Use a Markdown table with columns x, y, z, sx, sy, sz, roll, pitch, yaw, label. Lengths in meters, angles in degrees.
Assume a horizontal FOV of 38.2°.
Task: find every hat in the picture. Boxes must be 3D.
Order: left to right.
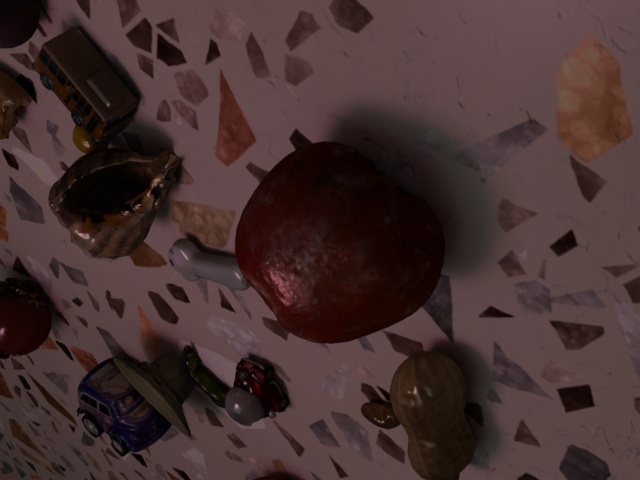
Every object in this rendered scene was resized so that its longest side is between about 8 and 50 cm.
| x | y | z | sx | sy | sz | roll | pitch | yaw | label |
| --- | --- | --- | --- | --- | --- | --- | --- | --- | --- |
| -0.344 | 0.319 | 2.094 | 0.252 | 0.110 | 0.252 | 38 | 158 | 18 | hat |

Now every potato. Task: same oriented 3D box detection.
| x | y | z | sx | sy | sz | roll | pitch | yaw | label |
| --- | --- | --- | --- | --- | --- | --- | --- | --- | --- |
| 0.113 | 0.319 | 1.679 | 0.092 | 0.045 | 0.047 | 3 | 90 | 41 | potato |

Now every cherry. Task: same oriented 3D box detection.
| x | y | z | sx | sy | sz | roll | pitch | yaw | label |
| --- | --- | --- | --- | --- | --- | --- | --- | --- | --- |
| -0.580 | -0.408 | 1.596 | 0.176 | 0.176 | 0.140 | 40 | 118 | 10 | cherry |

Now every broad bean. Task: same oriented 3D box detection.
| x | y | z | sx | sy | sz | roll | pitch | yaw | label |
| --- | --- | --- | --- | --- | --- | --- | --- | --- | --- |
| -0.248 | 0.315 | 2.049 | 0.195 | 0.046 | 0.061 | 51 | 147 | -3 | broad bean |

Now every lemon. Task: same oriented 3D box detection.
| x | y | z | sx | sy | sz | roll | pitch | yaw | label |
| --- | --- | --- | --- | --- | --- | --- | --- | --- | --- |
| -0.432 | -0.194 | 1.734 | 0.092 | 0.065 | 0.065 | 47 | 147 | 25 | lemon |

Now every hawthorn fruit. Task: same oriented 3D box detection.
| x | y | z | sx | sy | sz | roll | pitch | yaw | label |
| --- | --- | --- | --- | --- | --- | --- | --- | --- | --- |
| 0.023 | 0.004 | 1.302 | 0.284 | 0.284 | 0.284 | 27 | 140 | 25 | hawthorn fruit |

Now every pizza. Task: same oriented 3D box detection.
| x | y | z | sx | sy | sz | roll | pitch | yaw | label |
| --- | --- | --- | --- | --- | --- | --- | --- | --- | --- |
| -0.711 | -0.292 | 1.921 | 0.365 | 0.074 | 0.182 | 6 | 126 | 42 | pizza |

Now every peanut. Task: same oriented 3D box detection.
| x | y | z | sx | sy | sz | roll | pitch | yaw | label |
| --- | --- | --- | --- | --- | --- | --- | --- | --- | --- |
| 0.184 | 0.296 | 1.523 | 0.136 | 0.120 | 0.298 | 43 | 154 | 50 | peanut |

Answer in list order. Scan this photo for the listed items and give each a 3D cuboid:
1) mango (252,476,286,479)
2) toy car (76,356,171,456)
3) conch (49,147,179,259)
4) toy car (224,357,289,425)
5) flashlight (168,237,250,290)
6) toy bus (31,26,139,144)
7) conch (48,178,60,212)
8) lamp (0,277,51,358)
| x | y | z | sx | sy | sz | roll | pitch | yaw | label |
| --- | --- | --- | --- | --- | --- | --- | --- | --- | --- |
| -0.116 | 0.629 | 2.141 | 0.187 | 0.138 | 0.257 | 39 | 153 | -21 | mango |
| -0.477 | 0.395 | 2.251 | 0.235 | 0.172 | 0.158 | 28 | 140 | 27 | toy car |
| -0.383 | -0.092 | 1.701 | 0.210 | 0.159 | 0.291 | 30 | 116 | -36 | conch |
| -0.146 | 0.318 | 1.887 | 0.112 | 0.112 | 0.139 | 15 | 134 | 38 | toy car |
| -0.204 | 0.047 | 1.746 | 0.200 | 0.047 | 0.093 | 12 | 133 | 35 | flashlight |
| -0.405 | -0.270 | 1.611 | 0.182 | 0.091 | 0.103 | 51 | 145 | -3 | toy bus |
| -0.468 | -0.075 | 1.853 | 0.135 | 0.102 | 0.153 | 14 | 167 | 23 | conch |
| -0.800 | 0.193 | 2.371 | 0.226 | 0.227 | 0.227 | 27 | 140 | 25 | lamp |
